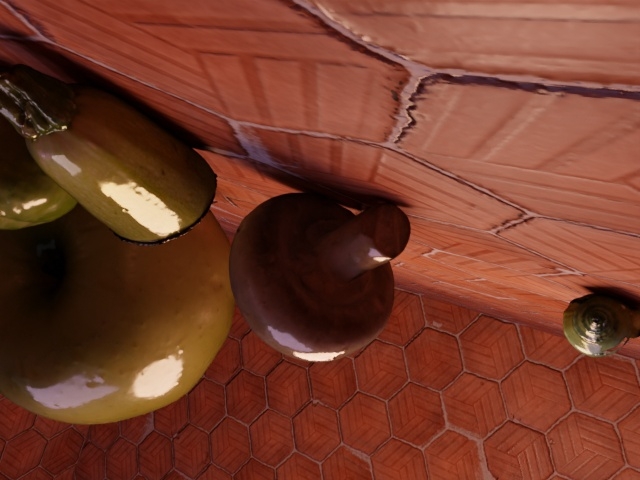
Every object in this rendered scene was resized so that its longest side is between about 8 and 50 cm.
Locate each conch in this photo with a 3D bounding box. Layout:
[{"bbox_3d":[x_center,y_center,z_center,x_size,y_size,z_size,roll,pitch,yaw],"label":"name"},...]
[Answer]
[{"bbox_3d":[0.370,0.108,0.809,0.094,0.080,0.200,-2,-178,38],"label":"conch"}]

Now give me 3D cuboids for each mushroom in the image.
[{"bbox_3d":[0.010,0.026,0.700,0.207,0.208,0.215,20,144,-29],"label":"mushroom"}]

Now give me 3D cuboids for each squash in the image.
[{"bbox_3d":[-0.191,-0.069,0.570,0.137,0.137,0.287,17,173,9],"label":"squash"}]

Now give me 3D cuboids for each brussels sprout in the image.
[{"bbox_3d":[-0.348,-0.095,0.640,0.223,0.161,0.223,27,-169,-5],"label":"brussels sprout"}]

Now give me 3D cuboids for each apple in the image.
[{"bbox_3d":[-0.357,0.086,1.079,0.473,0.474,0.473,18,176,1],"label":"apple"}]
